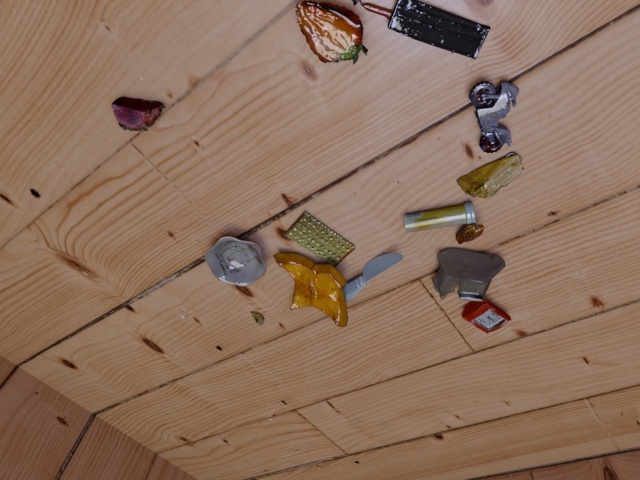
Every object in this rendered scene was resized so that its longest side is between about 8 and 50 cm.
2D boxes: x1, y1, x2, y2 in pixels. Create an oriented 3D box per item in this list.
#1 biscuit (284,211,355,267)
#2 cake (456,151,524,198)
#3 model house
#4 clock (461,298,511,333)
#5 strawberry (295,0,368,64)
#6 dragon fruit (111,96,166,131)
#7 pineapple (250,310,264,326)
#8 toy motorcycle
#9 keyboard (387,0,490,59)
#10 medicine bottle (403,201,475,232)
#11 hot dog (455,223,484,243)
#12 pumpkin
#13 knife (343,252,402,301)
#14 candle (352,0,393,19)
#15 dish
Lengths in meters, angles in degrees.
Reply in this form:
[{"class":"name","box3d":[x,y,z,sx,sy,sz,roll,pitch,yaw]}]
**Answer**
[{"class":"biscuit","box3d":[0.000,0.000,1.532,0.231,0.016,0.139,34,125,-17]},{"class":"cake","box3d":[0.508,-0.193,1.303,0.185,0.116,0.079,-47,118,-1]},{"class":"model house","box3d":[0.505,0.137,1.502,0.229,0.122,0.188,8,133,8]},{"class":"clock","box3d":[0.626,0.281,1.630,0.155,0.061,0.113,33,124,-20]},{"class":"strawberry","box3d":[0.033,-0.526,1.087,0.192,0.085,0.141,12,136,6]},{"class":"dragon fruit","box3d":[-0.541,-0.364,1.285,0.147,0.102,0.096,13,121,10]},{"class":"pineapple","box3d":[-0.259,0.327,1.815,0.045,0.019,0.083,-12,121,20]},{"class":"toy motorcycle","box3d":[0.479,-0.341,1.172,0.122,0.080,0.215,-14,129,20]},{"class":"keyboard","box3d":[0.294,-0.527,1.076,0.250,0.017,0.087,13,128,-11]},{"class":"medicine bottle","box3d":[0.382,-0.072,1.392,0.217,0.074,0.074,-9,125,17]},{"class":"hot dog","box3d":[0.479,-0.018,1.396,0.062,0.038,0.144,-2,164,-7]},{"class":"pumpkin","box3d":[-0.025,0.173,1.598,0.258,0.095,0.290,10,129,25]},{"class":"knife","box3d":[0.171,0.121,1.563,0.044,0.080,0.331,20,133,-35]},{"class":"candle","box3d":[0.148,-0.572,1.075,0.167,0.021,0.026,17,127,-5]},{"class":"dish","box3d":[-0.302,0.060,1.584,0.229,0.081,0.230,2,125,3]}]
